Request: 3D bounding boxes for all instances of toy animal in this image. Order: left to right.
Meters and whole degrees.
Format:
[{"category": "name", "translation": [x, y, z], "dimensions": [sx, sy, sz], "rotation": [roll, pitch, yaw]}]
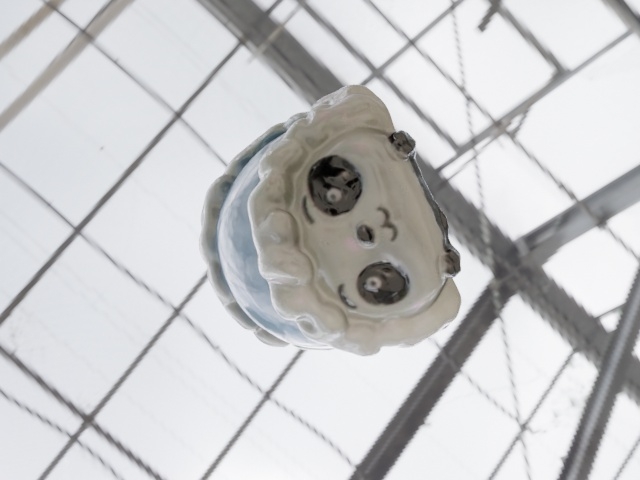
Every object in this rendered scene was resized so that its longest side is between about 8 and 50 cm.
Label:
[{"category": "toy animal", "translation": [0.000, 0.000, 1.017], "dimensions": [0.156, 0.204, 0.208], "rotation": [-25, -84, -20]}]
